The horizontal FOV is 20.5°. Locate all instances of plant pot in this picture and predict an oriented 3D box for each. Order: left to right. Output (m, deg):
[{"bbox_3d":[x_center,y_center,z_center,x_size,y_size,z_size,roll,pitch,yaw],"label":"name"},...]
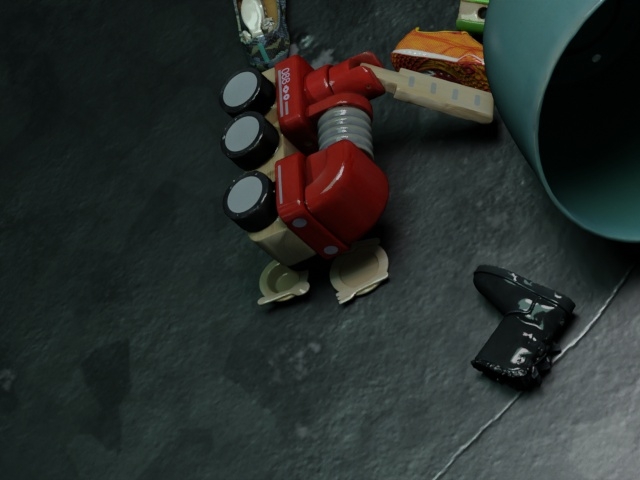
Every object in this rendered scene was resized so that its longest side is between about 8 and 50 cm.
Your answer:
[{"bbox_3d":[0.289,-0.181,1.688,0.293,0.293,0.235,-34,36,1],"label":"plant pot"}]

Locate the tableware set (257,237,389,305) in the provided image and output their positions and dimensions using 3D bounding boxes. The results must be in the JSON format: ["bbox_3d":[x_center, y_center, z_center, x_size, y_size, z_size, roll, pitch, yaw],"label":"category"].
[{"bbox_3d":[0.000,0.000,1.862,0.141,0.020,0.168,-16,54,16],"label":"tableware set"}]

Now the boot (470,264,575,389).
[{"bbox_3d":[0.178,0.084,1.706,0.121,0.045,0.099,22,73,34],"label":"boot"}]

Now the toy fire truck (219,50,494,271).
[{"bbox_3d":[0.042,-0.099,1.819,0.246,0.158,0.217,-23,49,24],"label":"toy fire truck"}]

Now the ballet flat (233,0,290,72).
[{"bbox_3d":[-0.073,-0.280,2.057,0.070,0.070,0.188,-23,51,10],"label":"ballet flat"}]

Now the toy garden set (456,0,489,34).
[{"bbox_3d":[0.263,-0.330,1.878,0.204,0.049,0.244,11,88,19],"label":"toy garden set"}]

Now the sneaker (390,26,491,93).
[{"bbox_3d":[0.156,-0.196,1.893,0.175,0.064,0.067,21,59,32],"label":"sneaker"}]
